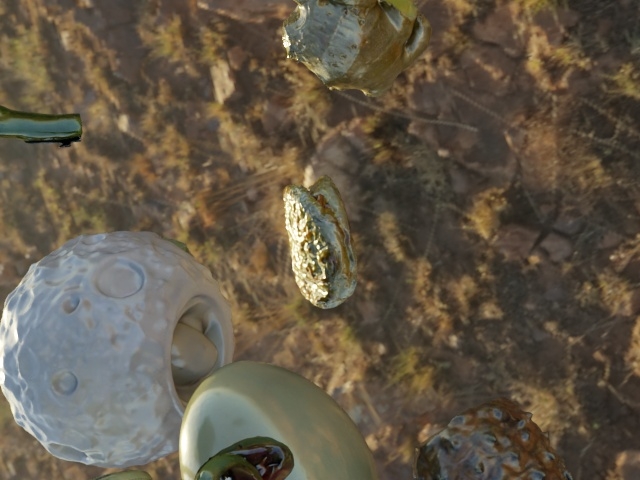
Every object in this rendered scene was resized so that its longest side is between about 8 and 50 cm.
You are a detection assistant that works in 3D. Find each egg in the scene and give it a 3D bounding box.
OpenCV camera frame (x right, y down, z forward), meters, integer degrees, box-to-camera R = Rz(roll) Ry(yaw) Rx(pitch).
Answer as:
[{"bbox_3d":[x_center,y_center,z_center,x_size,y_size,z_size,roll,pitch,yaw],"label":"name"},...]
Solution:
[{"bbox_3d":[-0.043,0.234,0.932,0.242,0.186,0.186,54,139,4],"label":"egg"}]

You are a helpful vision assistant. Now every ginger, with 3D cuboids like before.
[{"bbox_3d":[0.035,-0.260,1.163,0.157,0.216,0.102,-41,44,26],"label":"ginger"}]

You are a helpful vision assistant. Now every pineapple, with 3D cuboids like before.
[{"bbox_3d":[0.205,0.311,0.882,0.310,0.141,0.170,60,139,23],"label":"pineapple"}]

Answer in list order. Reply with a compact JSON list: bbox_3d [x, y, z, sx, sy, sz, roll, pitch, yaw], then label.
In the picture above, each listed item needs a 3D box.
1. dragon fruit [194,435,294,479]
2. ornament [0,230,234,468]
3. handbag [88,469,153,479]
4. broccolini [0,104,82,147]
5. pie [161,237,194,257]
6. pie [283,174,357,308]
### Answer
[{"bbox_3d":[-0.055,0.249,0.567,0.273,0.198,0.218,32,145,64],"label":"dragon fruit"},{"bbox_3d":[-0.294,0.153,1.320,0.337,0.337,0.337,23,124,39],"label":"ornament"},{"bbox_3d":[-0.292,0.339,1.006,0.079,0.256,0.219,49,129,27],"label":"handbag"},{"bbox_3d":[-0.278,-0.158,0.652,0.123,0.271,0.062,-55,22,14],"label":"broccolini"},{"bbox_3d":[-0.357,0.146,1.988,0.071,0.306,0.306,2,110,50],"label":"pie"},{"bbox_3d":[0.000,0.000,1.318,0.205,0.084,0.179,-151,50,-76],"label":"pie"}]
